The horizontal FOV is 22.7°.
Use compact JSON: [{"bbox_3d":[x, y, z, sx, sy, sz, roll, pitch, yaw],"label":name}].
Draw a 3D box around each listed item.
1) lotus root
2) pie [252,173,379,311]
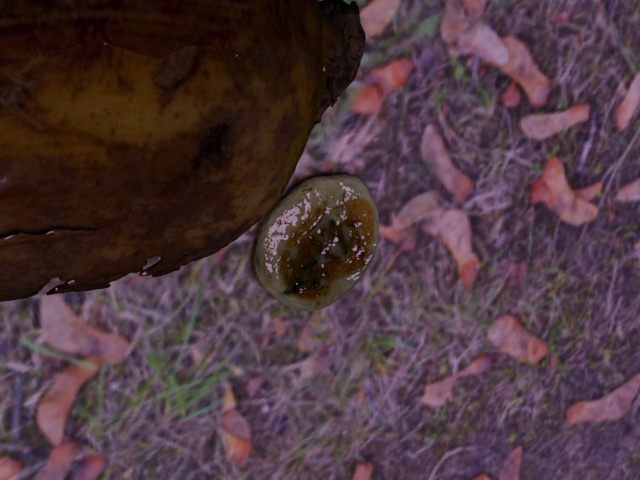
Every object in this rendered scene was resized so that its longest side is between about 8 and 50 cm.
[{"bbox_3d":[-0.147,-0.070,0.640,0.398,0.196,0.179,-5,114,-38],"label":"lotus root"},{"bbox_3d":[0.000,0.000,0.899,0.085,0.017,0.085,-16,120,-30],"label":"pie"}]
